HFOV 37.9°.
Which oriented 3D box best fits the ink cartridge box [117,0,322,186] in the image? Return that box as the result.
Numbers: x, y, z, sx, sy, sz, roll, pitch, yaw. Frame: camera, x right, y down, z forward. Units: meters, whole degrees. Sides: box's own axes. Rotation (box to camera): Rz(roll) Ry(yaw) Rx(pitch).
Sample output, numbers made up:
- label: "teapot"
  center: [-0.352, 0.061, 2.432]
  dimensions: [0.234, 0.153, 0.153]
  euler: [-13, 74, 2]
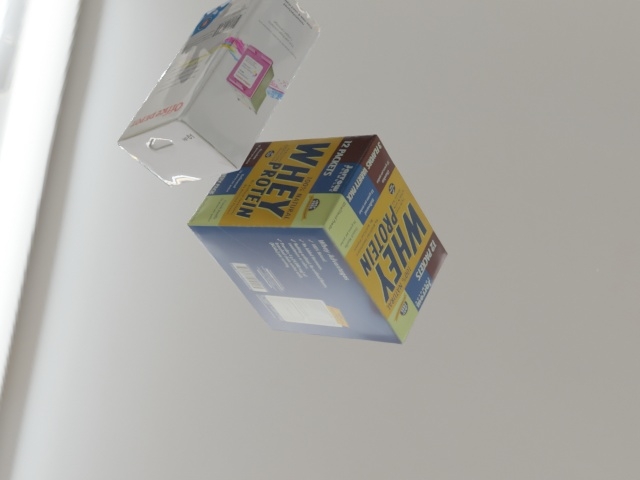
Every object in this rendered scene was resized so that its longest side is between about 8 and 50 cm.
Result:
- label: "ink cartridge box"
  center: [-0.066, -0.100, 0.607]
  dimensions: [0.088, 0.052, 0.122]
  euler: [-7, -133, 52]

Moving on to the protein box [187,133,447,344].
- label: "protein box"
  center: [0.000, 0.000, 1.067]
  dimensions: [0.201, 0.200, 0.136]
  euler: [1, -131, 40]
